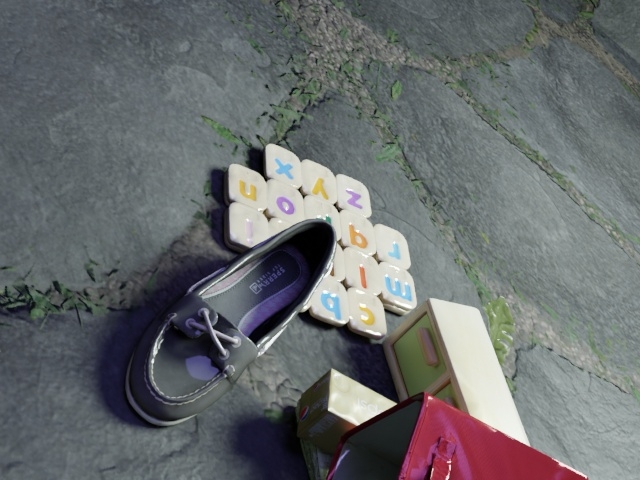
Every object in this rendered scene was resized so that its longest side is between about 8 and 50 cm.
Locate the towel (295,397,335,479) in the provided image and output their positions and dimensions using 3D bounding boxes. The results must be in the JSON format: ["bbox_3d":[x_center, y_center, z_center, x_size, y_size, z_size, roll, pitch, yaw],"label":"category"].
[{"bbox_3d":[0.030,0.241,1.294,0.110,0.027,0.148,16,43,-34],"label":"towel"}]

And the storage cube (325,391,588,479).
[{"bbox_3d":[0.112,0.286,1.138,0.193,0.215,0.184,28,58,-12],"label":"storage cube"}]

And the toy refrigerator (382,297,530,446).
[{"bbox_3d":[0.163,0.209,1.391,0.094,0.102,0.270,14,45,-34],"label":"toy refrigerator"}]

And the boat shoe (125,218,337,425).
[{"bbox_3d":[-0.089,0.071,1.279,0.112,0.095,0.335,43,41,4],"label":"boat shoe"}]

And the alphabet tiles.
[{"bbox_3d":[0.000,0.000,1.519,0.284,0.021,0.278,22,40,-27],"label":"alphabet tiles"}]

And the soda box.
[{"bbox_3d":[0.064,0.213,1.283,0.181,0.058,0.061,31,37,-21],"label":"soda box"}]
